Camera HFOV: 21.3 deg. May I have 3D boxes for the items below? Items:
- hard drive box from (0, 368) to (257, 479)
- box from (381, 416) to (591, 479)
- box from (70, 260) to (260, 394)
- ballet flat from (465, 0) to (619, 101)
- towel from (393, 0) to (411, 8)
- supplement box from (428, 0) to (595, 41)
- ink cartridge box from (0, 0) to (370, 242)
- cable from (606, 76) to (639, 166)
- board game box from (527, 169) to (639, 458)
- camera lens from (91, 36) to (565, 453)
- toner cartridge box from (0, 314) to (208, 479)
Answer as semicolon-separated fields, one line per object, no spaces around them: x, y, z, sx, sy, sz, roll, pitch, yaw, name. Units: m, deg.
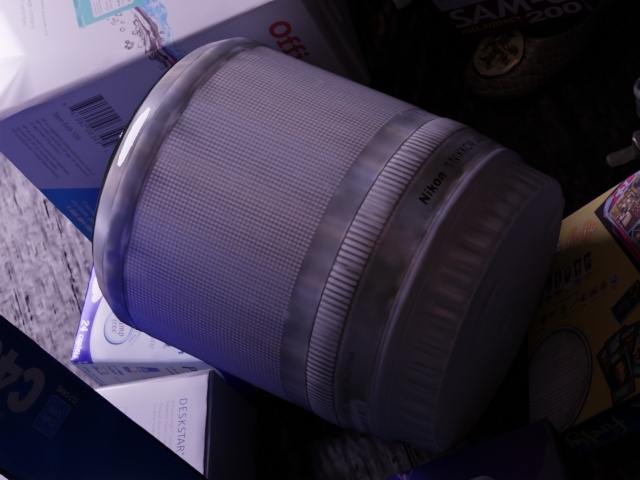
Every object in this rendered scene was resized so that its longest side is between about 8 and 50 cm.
-0.170;0.208;1.262;0.232;0.089;0.181;-10;59;20;hard drive box
0.112;0.273;1.092;0.184;0.103;0.261;-24;55;13;box
-0.111;0.052;1.334;0.137;0.072;0.126;-2;62;23;box
0.211;-0.205;1.342;0.250;0.058;0.084;-39;53;0;ballet flat
0.150;-0.344;1.352;0.324;0.056;0.312;-36;35;15;towel
0.180;-0.277;1.345;0.130;0.073;0.239;-9;47;45;supplement box
-0.120;-0.163;1.383;0.270;0.198;0.197;-21;55;11;ink cartridge box
0.345;-0.093;1.235;0.287;0.072;0.139;-19;47;-1;cable
0.226;0.030;1.128;0.243;0.042;0.165;-37;43;49;board game box
0.000;0.000;1.162;0.274;0.219;0.219;24;74;19;camera lens
-0.219;0.093;1.079;0.165;0.348;0.075;25;75;34;toner cartridge box
